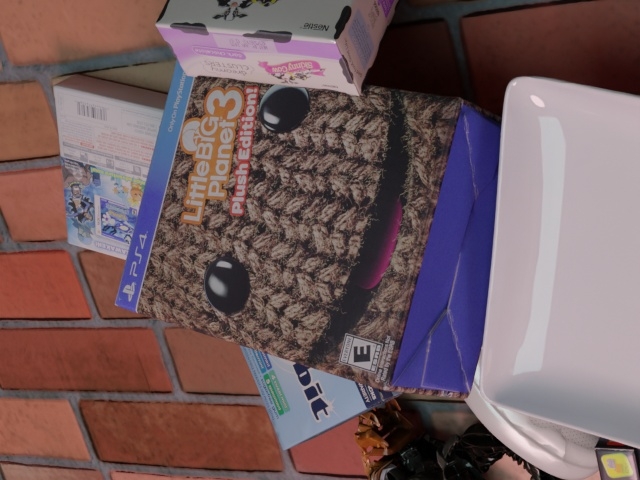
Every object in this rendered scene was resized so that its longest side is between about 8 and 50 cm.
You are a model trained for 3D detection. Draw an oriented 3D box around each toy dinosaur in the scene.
[{"bbox_3d":[0.112,0.249,1.252,0.322,0.164,0.218,44,145,-18],"label":"toy dinosaur"}]

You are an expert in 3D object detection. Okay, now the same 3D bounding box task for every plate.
[{"bbox_3d":[0.259,0.027,0.946,0.277,0.045,0.278,15,113,32],"label":"plate"}]

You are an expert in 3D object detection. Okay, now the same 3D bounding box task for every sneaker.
[{"bbox_3d":[0.192,0.073,1.128,0.292,0.108,0.169,48,131,1],"label":"sneaker"}]

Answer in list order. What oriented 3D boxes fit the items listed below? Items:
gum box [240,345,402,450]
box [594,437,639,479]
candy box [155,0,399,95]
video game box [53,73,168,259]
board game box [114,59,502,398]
[{"bbox_3d":[-0.007,0.105,1.234,0.184,0.041,0.157,-37,73,51],"label":"gum box"},{"bbox_3d":[0.299,0.246,1.155,0.036,0.114,0.207,-2,114,31],"label":"box"},{"bbox_3d":[-0.017,-0.222,1.031,0.164,0.196,0.070,10,153,25],"label":"candy box"},{"bbox_3d":[-0.174,-0.062,1.304,0.205,0.048,0.187,15,120,23],"label":"video game box"},{"bbox_3d":[0.000,-0.016,1.079,0.291,0.141,0.232,13,89,34],"label":"board game box"}]
